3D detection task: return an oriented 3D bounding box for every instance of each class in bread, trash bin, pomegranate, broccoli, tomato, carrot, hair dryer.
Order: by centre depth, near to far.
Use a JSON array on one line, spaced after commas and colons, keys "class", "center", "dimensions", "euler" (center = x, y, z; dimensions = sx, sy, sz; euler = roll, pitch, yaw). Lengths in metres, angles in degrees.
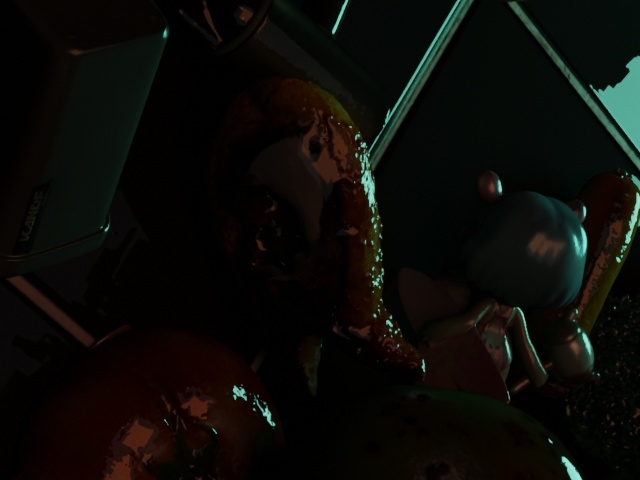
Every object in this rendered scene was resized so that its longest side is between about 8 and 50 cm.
[{"class": "trash bin", "center": [-0.194, -0.092, 1.029], "dimensions": [0.101, 0.236, 0.177], "euler": [-19, 61, -38]}, {"class": "tomato", "center": [-0.112, 0.175, 1.205], "dimensions": [0.225, 0.085, 0.225], "euler": [-5, 98, -41]}, {"class": "pomegranate", "center": [0.057, 0.239, 1.211], "dimensions": [0.290, 0.323, 0.291], "euler": [-7, 104, -30]}, {"class": "bread", "center": [-0.008, -0.002, 1.256], "dimensions": [0.095, 0.139, 0.269], "euler": [-57, 135, -49]}, {"class": "hair dryer", "center": [-0.008, -0.216, 1.299], "dimensions": [0.195, 0.078, 0.248], "euler": [40, 57, -33]}, {"class": "carrot", "center": [0.237, 0.034, 1.508], "dimensions": [0.067, 0.067, 0.225], "euler": [37, 70, -35]}, {"class": "broccoli", "center": [0.318, 0.166, 1.537], "dimensions": [0.194, 0.194, 0.220], "euler": [48, 39, -31]}]

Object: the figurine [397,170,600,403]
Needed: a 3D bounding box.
[{"class": "figurine", "center": [0.166, 0.085, 1.386], "dimensions": [0.205, 0.103, 0.260], "euler": [18, 92, -17]}]
